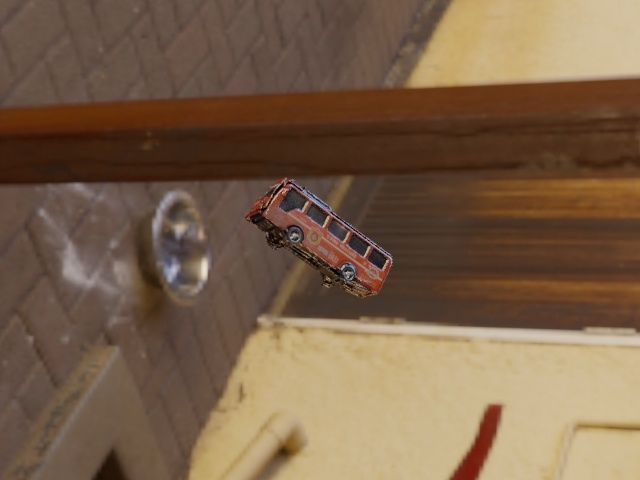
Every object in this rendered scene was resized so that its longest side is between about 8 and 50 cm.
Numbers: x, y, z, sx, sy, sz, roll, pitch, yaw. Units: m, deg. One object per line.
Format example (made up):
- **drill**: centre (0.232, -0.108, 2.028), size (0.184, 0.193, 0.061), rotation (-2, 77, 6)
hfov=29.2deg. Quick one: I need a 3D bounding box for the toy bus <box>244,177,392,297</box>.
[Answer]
- **toy bus**: centre (0.000, 0.000, 1.879), size (0.235, 0.073, 0.096), rotation (38, 64, -18)
